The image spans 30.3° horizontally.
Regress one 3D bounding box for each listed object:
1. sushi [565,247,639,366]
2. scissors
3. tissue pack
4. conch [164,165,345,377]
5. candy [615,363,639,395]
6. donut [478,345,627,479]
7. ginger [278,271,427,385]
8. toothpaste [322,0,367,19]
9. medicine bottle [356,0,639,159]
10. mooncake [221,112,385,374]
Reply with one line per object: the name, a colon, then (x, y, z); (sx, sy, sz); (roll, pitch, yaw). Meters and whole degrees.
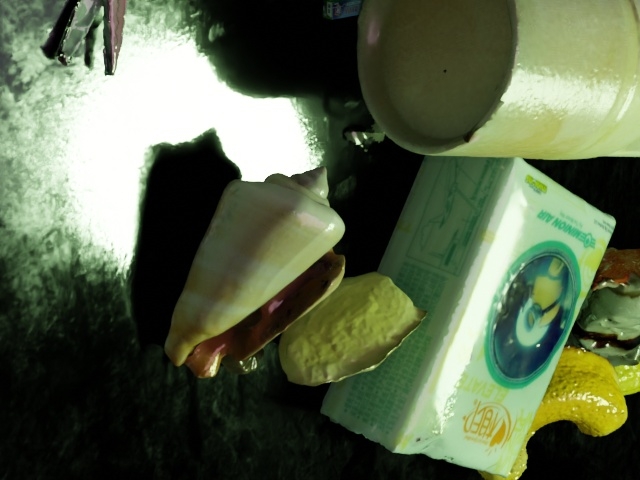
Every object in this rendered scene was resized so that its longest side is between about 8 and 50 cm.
sushi: (0.423, 0.101, 1.717); (0.332, 0.124, 0.130); (84, 5, -60)
scissors: (-0.189, -0.242, 1.059); (0.134, 0.020, 0.187); (9, 99, -45)
tissue pack: (0.197, 0.090, 1.522); (0.287, 0.162, 0.388); (24, 89, -47)
conch: (-0.077, 0.019, 1.250); (0.255, 0.127, 0.158); (-42, 140, 10)
candy: (0.510, 0.206, 1.966); (0.199, 0.094, 0.106); (-20, 86, -35)
donut: (0.308, 0.242, 1.706); (0.259, 0.101, 0.152); (-29, 126, 9)
ginger: (0.011, 0.119, 1.364); (0.193, 0.115, 0.122); (-33, 168, -39)
toothpaste: (0.037, -0.259, 1.299); (0.083, 0.017, 0.020); (-19, 120, -40)
medicine bottle: (0.264, -0.209, 1.345); (0.406, 0.236, 0.235); (-2, 109, -41)
mooncake: (-0.010, -0.006, 1.343); (0.150, 0.057, 0.346); (8, 108, -62)
